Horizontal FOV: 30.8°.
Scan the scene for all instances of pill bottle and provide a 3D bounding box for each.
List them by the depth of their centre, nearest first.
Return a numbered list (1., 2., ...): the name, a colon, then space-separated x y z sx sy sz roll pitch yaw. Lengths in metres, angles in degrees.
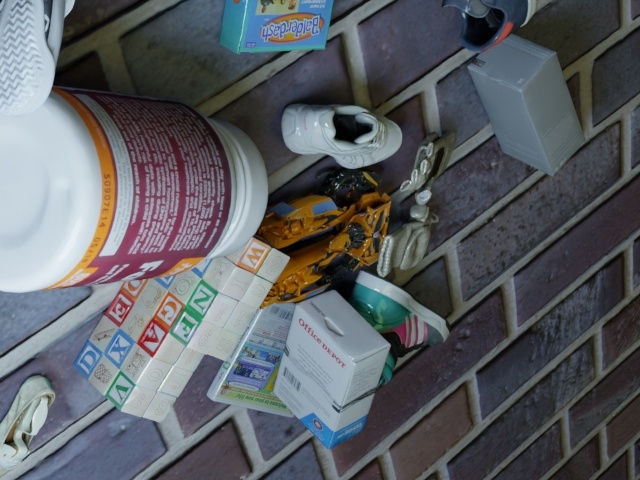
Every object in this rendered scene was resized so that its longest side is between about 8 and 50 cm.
1. pill bottle: -0.239 -0.062 1.374 0.392 0.224 0.224 -4 119 -62

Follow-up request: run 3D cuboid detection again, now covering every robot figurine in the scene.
1. robot figurine: 0.000 0.000 1.810 0.291 0.085 0.211 -20 129 -35

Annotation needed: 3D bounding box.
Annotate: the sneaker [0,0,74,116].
1. sneaker: -0.271 -0.290 1.212 0.210 0.137 0.366 14 65 -55

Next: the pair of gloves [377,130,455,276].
1. pair of gloves: 0.166 -0.059 1.905 0.204 0.042 0.240 -18 127 -68

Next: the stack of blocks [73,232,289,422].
1. stack of blocks: -0.195 0.099 1.613 0.087 0.171 0.297 30 93 -50

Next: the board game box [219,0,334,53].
1. board game box: -0.046 -0.359 1.558 0.160 0.047 0.210 -11 122 -41

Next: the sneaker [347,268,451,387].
1. sneaker: 0.115 0.177 1.990 0.295 0.123 0.178 35 81 -53

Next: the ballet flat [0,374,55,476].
1. ballet flat: -0.414 0.264 1.593 0.057 0.052 0.168 15 104 -49

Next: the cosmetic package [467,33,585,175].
1. cosmetic package: 0.353 -0.232 1.982 0.107 0.127 0.238 -45 140 -13

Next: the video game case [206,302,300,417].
1. video game case: -0.070 0.191 1.913 0.212 0.023 0.193 23 98 -51

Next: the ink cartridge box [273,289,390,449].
1. ink cartridge box: 0.016 0.204 1.845 0.086 0.148 0.203 -20 140 -37

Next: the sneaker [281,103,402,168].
1. sneaker: 0.057 -0.156 1.728 0.232 0.115 0.090 -1 90 -46

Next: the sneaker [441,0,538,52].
1. sneaker: 0.237 -0.425 1.733 0.148 0.131 0.350 -46 139 -20
